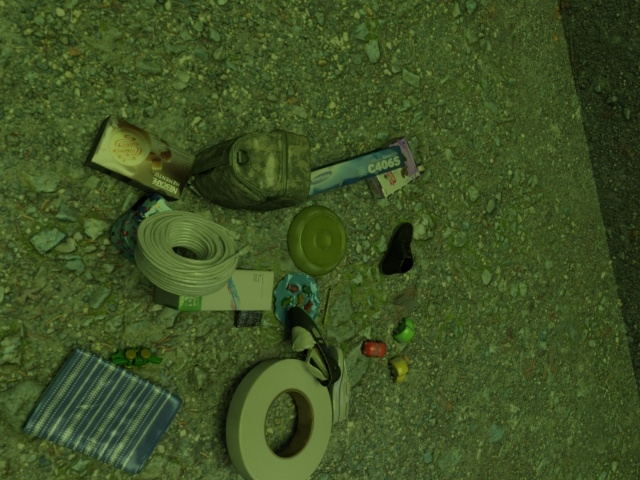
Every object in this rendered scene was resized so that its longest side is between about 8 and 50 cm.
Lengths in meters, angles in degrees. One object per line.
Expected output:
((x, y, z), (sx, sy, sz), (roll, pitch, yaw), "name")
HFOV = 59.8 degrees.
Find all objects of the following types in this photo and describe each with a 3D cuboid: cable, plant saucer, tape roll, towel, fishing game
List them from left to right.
((-0.560, 0.458, 1.464), (0.336, 0.040, 0.243), (37, 80, -28), "towel")
((-0.336, 0.028, 1.400), (0.257, 0.089, 0.257), (32, 34, 3), "cable")
((-0.116, 0.559, 1.714), (0.392, 0.072, 0.392), (8, 79, -45), "tape roll")
((-0.072, 0.198, 1.816), (0.264, 0.041, 0.189), (22, 76, -31), "fishing game")
((0.000, 0.000, 1.867), (0.240, 0.037, 0.241), (1, 88, -33), "plant saucer")

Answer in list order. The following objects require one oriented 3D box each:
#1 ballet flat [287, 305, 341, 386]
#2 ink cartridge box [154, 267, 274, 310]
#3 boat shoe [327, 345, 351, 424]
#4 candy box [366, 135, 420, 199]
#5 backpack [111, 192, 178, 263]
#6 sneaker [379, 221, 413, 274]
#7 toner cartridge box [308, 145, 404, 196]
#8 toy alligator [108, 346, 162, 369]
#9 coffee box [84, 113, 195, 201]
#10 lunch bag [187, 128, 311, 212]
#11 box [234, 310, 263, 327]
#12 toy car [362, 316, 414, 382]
((-0.027, 0.339, 1.747), (0.280, 0.095, 0.096), (57, 37, -6), "ballet flat")
((-0.299, 0.133, 1.567), (0.278, 0.201, 0.117), (5, 87, -34), "ink cartridge box")
((0.061, 0.483, 1.870), (0.088, 0.096, 0.268), (-1, 91, -38), "boat shoe")
((0.252, -0.263, 2.017), (0.196, 0.070, 0.165), (-33, 107, -29), "candy box")
((-0.468, -0.025, 1.509), (0.173, 0.117, 0.158), (-47, 114, -24), "backpack")
((0.310, 0.032, 2.023), (0.083, 0.118, 0.222), (36, 71, -28), "sneaker")
((0.082, -0.225, 1.806), (0.347, 0.165, 0.075), (-19, 100, -20), "toner cartridge box")
((-0.527, 0.314, 1.510), (0.189, 0.056, 0.051), (3, 43, -27), "toy alligator")
((-0.486, -0.216, 1.509), (0.246, 0.098, 0.141), (26, 75, -30), "coffee box")
((-0.209, -0.197, 1.578), (0.256, 0.305, 0.213), (7, 83, -37), "lunch bag")
((-0.220, 0.233, 1.714), (0.083, 0.018, 0.067), (-1, 112, -33), "box")
((0.283, 0.382, 2.040), (0.239, 0.053, 0.225), (46, 66, -25), "toy car")
